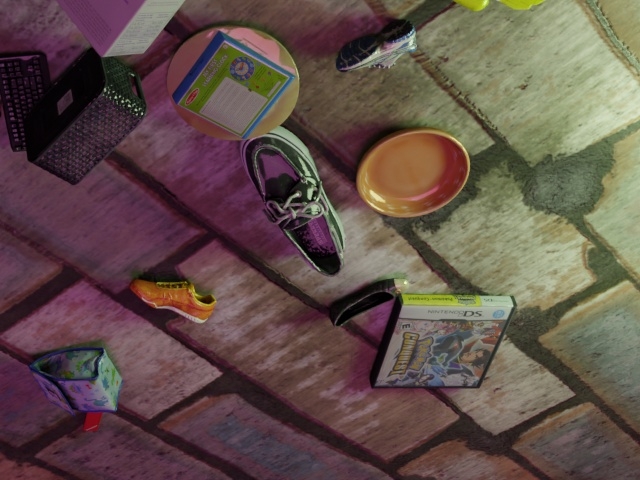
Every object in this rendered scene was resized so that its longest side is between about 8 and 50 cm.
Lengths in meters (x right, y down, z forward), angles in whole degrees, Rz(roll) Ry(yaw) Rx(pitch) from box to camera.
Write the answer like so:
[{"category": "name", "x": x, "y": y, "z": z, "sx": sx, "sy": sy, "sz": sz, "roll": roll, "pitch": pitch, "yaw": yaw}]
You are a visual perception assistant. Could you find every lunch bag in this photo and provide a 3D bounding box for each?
[{"category": "lunch bag", "x": -0.484, "y": 0.279, "z": 2.052, "sx": 0.151, "sy": 0.096, "sz": 0.128, "roll": -1, "pitch": 139, "yaw": 11}]

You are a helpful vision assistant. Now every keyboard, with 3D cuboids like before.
[{"category": "keyboard", "x": -0.469, "y": -0.210, "z": 1.610, "sx": 0.108, "sy": 0.023, "sz": 0.180, "roll": -3, "pitch": 134, "yaw": -8}]

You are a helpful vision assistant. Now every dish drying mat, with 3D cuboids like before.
[{"category": "dish drying mat", "x": -0.481, "y": 0.377, "z": 2.204, "sx": 0.032, "sy": 0.008, "sz": 0.083, "roll": 8, "pitch": 132, "yaw": -18}]

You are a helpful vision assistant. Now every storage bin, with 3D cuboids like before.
[{"category": "storage bin", "x": -0.357, "y": -0.187, "z": 1.569, "sx": 0.180, "sy": 0.122, "sz": 0.084, "roll": -41, "pitch": 134, "yaw": 20}]

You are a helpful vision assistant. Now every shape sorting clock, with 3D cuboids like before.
[{"category": "shape sorting clock", "x": -0.136, "y": -0.245, "z": 1.626, "sx": 0.206, "sy": 0.040, "sz": 0.206, "roll": -3, "pitch": 133, "yaw": -3}]

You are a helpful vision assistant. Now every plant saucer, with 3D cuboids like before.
[{"category": "plant saucer", "x": 0.158, "y": -0.123, "z": 1.809, "sx": 0.200, "sy": 0.037, "sz": 0.200, "roll": -6, "pitch": 136, "yaw": -6}]

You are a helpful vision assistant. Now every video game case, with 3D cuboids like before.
[{"category": "video game case", "x": 0.251, "y": 0.215, "z": 2.166, "sx": 0.248, "sy": 0.035, "sz": 0.274, "roll": 2, "pitch": 134, "yaw": -13}]

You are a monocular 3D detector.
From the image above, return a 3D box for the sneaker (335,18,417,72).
[{"category": "sneaker", "x": 0.091, "y": -0.288, "z": 1.622, "sx": 0.135, "sy": 0.052, "sz": 0.058, "roll": -22, "pitch": 139, "yaw": 12}]

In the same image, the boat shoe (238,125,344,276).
[{"category": "boat shoe", "x": -0.044, "y": -0.061, "z": 1.766, "sx": 0.113, "sy": 0.105, "sz": 0.306, "roll": -20, "pitch": 126, "yaw": 8}]

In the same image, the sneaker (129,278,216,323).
[{"category": "sneaker", "x": -0.276, "y": 0.098, "z": 1.941, "sx": 0.175, "sy": 0.064, "sz": 0.067, "roll": 20, "pitch": 108, "yaw": -34}]

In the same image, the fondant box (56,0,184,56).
[{"category": "fondant box", "x": -0.227, "y": -0.426, "z": 1.290, "sx": 0.330, "sy": 0.238, "sz": 0.096, "roll": -44, "pitch": 169, "yaw": 30}]

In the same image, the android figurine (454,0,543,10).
[{"category": "android figurine", "x": 0.271, "y": -0.438, "z": 1.502, "sx": 0.273, "sy": 0.056, "sz": 0.248, "roll": 18, "pitch": 129, "yaw": -25}]

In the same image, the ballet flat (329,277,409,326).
[{"category": "ballet flat", "x": 0.097, "y": 0.122, "z": 2.033, "sx": 0.173, "sy": 0.049, "sz": 0.057, "roll": -27, "pitch": 134, "yaw": 16}]

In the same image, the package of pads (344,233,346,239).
[{"category": "package of pads", "x": 0.000, "y": 0.000, "z": 1.905, "sx": 0.083, "sy": 0.032, "sz": 0.050, "roll": -33, "pitch": 128, "yaw": 21}]
